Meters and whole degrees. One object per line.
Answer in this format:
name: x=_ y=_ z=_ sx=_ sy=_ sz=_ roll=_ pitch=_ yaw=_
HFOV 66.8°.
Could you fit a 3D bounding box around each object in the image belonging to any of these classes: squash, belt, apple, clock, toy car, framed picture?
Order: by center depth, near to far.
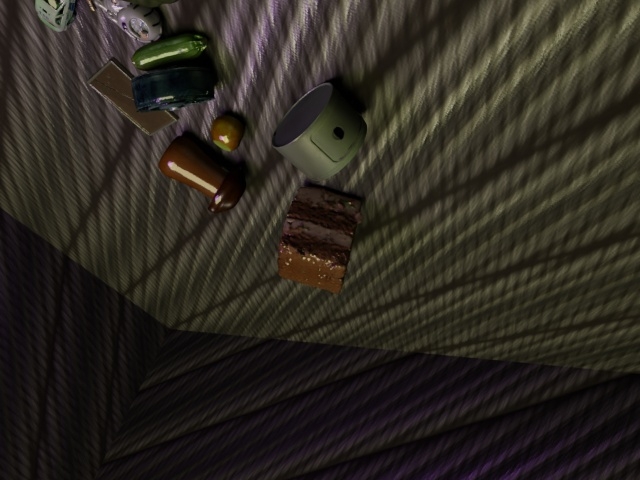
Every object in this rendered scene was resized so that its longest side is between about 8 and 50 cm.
clock: x=-0.484 y=-0.603 z=1.258 sx=0.176 sy=0.080 sz=0.117 roll=37 pitch=146 yaw=-25
toy car: x=-0.716 y=-0.649 z=1.307 sx=0.090 sy=0.076 sz=0.224 roll=39 pitch=151 yaw=-19
squash: x=-0.410 y=-0.515 z=1.325 sx=0.219 sy=0.077 sz=0.068 roll=-11 pitch=112 yaw=11
belt: x=-0.429 y=-0.431 z=1.384 sx=0.267 sy=0.206 sz=0.116 roll=1 pitch=106 yaw=37
apple: x=-0.295 y=-0.343 z=1.542 sx=0.102 sy=0.099 sz=0.114 roll=26 pitch=173 yaw=-6
framed picture: x=-0.625 y=-0.466 z=1.616 sx=0.192 sy=0.018 sz=0.265 roll=-11 pitch=138 yaw=41

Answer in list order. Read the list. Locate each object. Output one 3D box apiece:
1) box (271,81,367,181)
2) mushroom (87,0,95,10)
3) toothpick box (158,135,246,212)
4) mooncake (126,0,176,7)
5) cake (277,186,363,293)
box: x=-0.002 y=-0.294 z=1.325 sx=0.149 sy=0.226 sz=0.226 roll=39 pitch=144 yaw=-29
mushroom: x=-0.653 y=-0.720 z=1.234 sx=0.026 sy=0.028 sz=0.286 roll=-25 pitch=146 yaw=-8
toothpick box: x=-0.406 y=-0.230 z=1.708 sx=0.294 sy=0.192 sz=0.192 roll=35 pitch=147 yaw=-11
mooncake: x=-0.400 y=-0.674 z=1.003 sx=0.351 sy=0.187 sz=0.351 roll=14 pitch=151 yaw=8
cake: x=0.000 y=0.000 z=1.723 sx=0.255 sy=0.290 sz=0.282 roll=18 pitch=150 yaw=6
